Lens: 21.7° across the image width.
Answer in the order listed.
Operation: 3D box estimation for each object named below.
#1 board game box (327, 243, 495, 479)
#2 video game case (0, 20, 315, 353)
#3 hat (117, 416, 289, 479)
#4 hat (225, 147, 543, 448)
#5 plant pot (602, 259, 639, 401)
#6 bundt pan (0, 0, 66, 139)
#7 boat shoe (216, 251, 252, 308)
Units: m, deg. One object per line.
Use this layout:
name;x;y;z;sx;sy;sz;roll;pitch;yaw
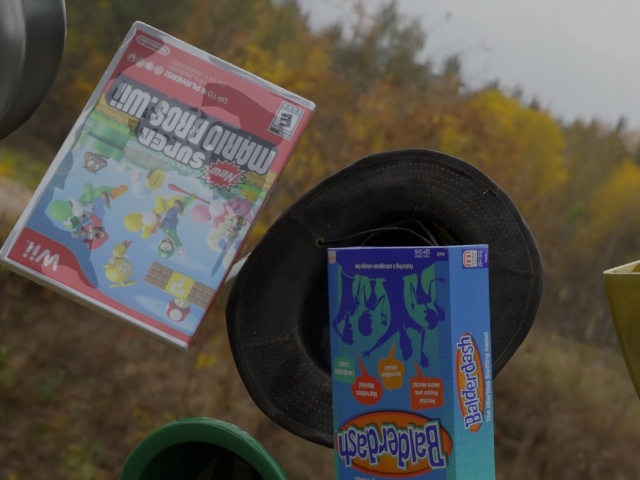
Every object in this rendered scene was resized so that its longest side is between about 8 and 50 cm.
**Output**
board game box;0.072;0.109;1.363;0.047;0.210;0.160;-3;0;-37
video game case;-0.156;-0.057;1.625;0.204;0.285;0.025;25;-19;5
hat;-0.070;0.229;1.473;0.208;0.173;0.183;37;15;20
hat;0.073;0.076;1.714;0.331;0.331;0.134;19;-19;22
plant pot;0.457;0.114;1.857;0.212;0.187;0.212;0;7;34
bundt pan;-0.256;-0.070;0.712;0.331;0.124;0.331;-16;13;4
boat shoe;0.000;0.000;1.871;0.096;0.267;0.088;43;30;-36
